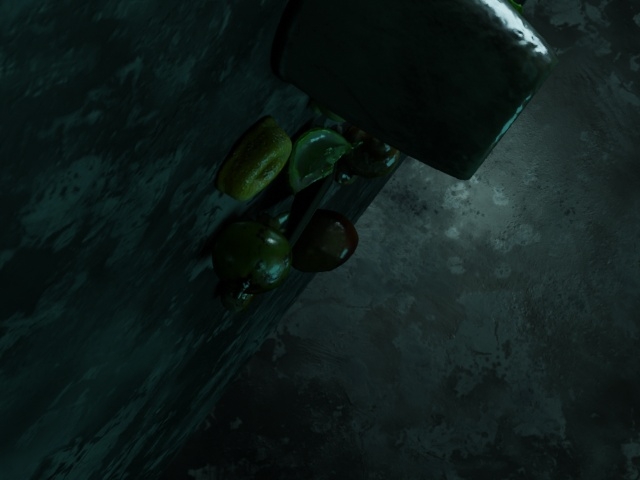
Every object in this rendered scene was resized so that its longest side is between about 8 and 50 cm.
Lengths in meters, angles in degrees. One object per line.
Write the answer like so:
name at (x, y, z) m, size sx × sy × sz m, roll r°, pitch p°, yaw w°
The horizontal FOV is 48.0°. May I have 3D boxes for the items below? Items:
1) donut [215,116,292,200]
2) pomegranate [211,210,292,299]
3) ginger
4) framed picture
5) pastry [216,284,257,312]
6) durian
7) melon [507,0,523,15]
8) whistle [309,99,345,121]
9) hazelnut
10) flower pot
donut at (-0.105, -0.129, 1.183) m, size 0.152 × 0.058 × 0.152 m, roll -49°, pitch 172°, yaw -9°
pomegranate at (-0.128, 0.023, 1.421) m, size 0.156 × 0.156 × 0.220 m, roll -55°, pitch -178°, yaw 20°
ginger at (0.172, -0.278, 1.794) m, size 0.375 × 0.176 × 0.256 m, roll -43°, pitch -168°, yaw -1°
framed picture at (-0.019, -0.115, 1.580) m, size 0.211 × 0.020 × 0.290 m, roll -56°, pitch -167°, yaw 28°
pastry at (-0.181, 0.106, 1.734) m, size 0.153 × 0.081 × 0.153 m, roll -54°, pitch 170°, yaw -14°
durian at (-0.007, -0.169, 1.431) m, size 0.215 × 0.100 × 0.086 m, roll -41°, pitch 171°, yaw -30°
melon at (0.219, -0.426, 1.394) m, size 0.331 × 0.226 × 0.343 m, roll -10°, pitch -169°, yaw 20°
whistle at (0.056, -0.293, 1.284) m, size 0.227 × 0.105 × 0.085 m, roll 120°, pitch -30°, yaw -49°
hazelnut at (-0.003, -0.010, 2.021) m, size 0.210 × 0.210 × 0.186 m, roll -51°, pitch 143°, yaw -12°
flower pot at (0.147, -0.266, 1.038) m, size 0.294 × 0.330 × 0.293 m, roll -53°, pitch 175°, yaw -7°
